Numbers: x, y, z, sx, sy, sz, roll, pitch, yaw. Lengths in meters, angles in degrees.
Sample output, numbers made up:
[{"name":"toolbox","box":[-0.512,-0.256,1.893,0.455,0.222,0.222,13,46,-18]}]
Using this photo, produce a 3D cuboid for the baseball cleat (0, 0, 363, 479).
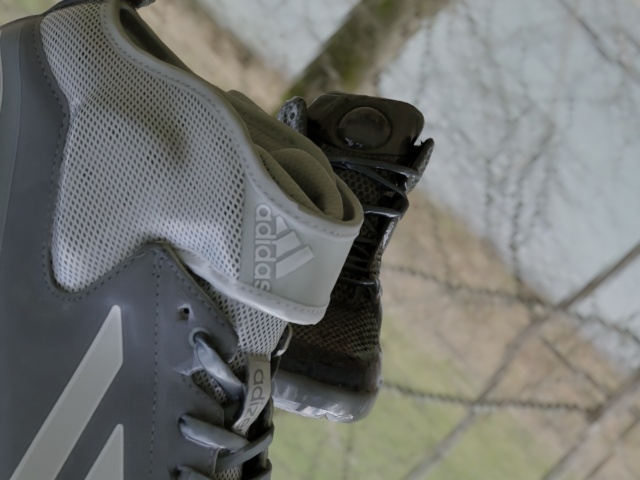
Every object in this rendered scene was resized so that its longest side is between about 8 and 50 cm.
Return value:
[{"name":"baseball cleat","box":[-0.033,0.044,0.414,0.072,0.109,0.206,-4,-107,-67]}]

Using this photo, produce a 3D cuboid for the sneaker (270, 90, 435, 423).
[{"name":"sneaker","box":[0.000,0.000,0.920,0.087,0.130,0.227,17,-163,-5]}]
